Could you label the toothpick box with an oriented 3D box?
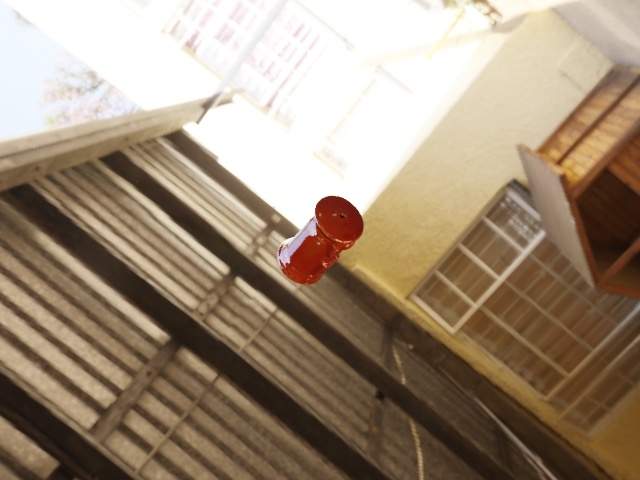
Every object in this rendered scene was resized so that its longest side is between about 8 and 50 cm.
[{"bbox_3d":[0.000,0.000,0.642,0.047,0.083,0.047,14,-124,-22],"label":"toothpick box"}]
